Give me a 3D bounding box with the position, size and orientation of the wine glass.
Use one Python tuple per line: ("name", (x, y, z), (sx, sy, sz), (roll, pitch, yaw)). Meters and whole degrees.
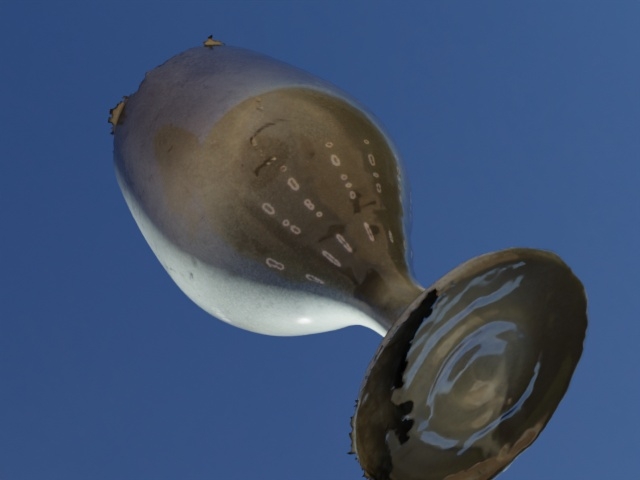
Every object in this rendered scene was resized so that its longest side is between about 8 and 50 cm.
("wine glass", (0.000, 0.000, 0.568), (0.126, 0.126, 0.241), (6, -156, -41))
